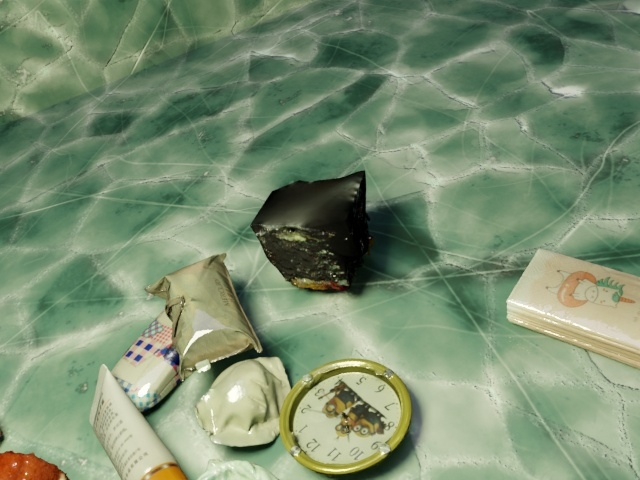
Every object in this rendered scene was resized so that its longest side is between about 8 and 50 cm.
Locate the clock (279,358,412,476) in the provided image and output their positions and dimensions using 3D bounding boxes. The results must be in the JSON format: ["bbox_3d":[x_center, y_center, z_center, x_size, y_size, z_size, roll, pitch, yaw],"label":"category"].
[{"bbox_3d":[0.045,0.310,1.121,0.237,0.057,0.237,-10,39,8],"label":"clock"}]

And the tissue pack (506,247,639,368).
[{"bbox_3d":[0.522,0.127,1.164,0.325,0.071,0.170,19,50,34],"label":"tissue pack"}]

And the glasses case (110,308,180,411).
[{"bbox_3d":[-0.303,0.210,1.323,0.125,0.076,0.327,18,50,28],"label":"glasses case"}]

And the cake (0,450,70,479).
[{"bbox_3d":[-0.552,0.447,1.056,0.283,0.177,0.151,-8,41,6],"label":"cake"}]

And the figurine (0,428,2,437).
[{"bbox_3d":[-0.750,0.394,1.235,0.234,0.127,0.185,-12,27,25],"label":"figurine"}]

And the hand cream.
[{"bbox_3d":[-0.341,0.367,1.145,0.089,0.140,0.314,-3,32,-46],"label":"hand cream"}]

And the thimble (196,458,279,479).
[{"bbox_3d":[-0.113,0.429,0.936,0.185,0.149,0.211,-23,42,-4],"label":"thimble"}]

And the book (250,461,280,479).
[{"bbox_3d":[-0.063,0.491,0.980,0.295,0.020,0.208,20,53,34],"label":"book"}]

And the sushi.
[{"bbox_3d":[-0.001,0.000,1.365,0.227,0.212,0.215,-11,27,22],"label":"sushi"}]

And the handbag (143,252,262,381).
[{"bbox_3d":[-0.234,0.142,1.256,0.182,0.117,0.270,-21,50,-11],"label":"handbag"}]

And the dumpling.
[{"bbox_3d":[-0.127,0.294,1.164,0.181,0.111,0.155,-34,74,-12],"label":"dumpling"}]
